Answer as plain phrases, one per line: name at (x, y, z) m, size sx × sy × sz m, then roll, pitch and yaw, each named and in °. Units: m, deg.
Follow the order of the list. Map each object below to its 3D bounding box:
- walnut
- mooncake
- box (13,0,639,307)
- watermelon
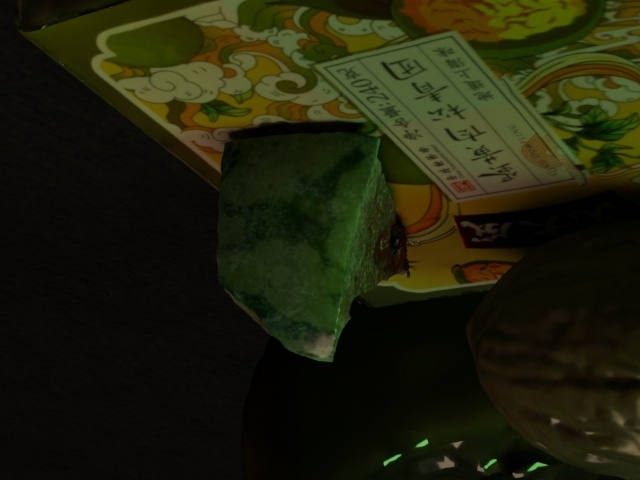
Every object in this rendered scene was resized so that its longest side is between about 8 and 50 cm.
walnut at (0.197, 0.069, 0.925) m, size 0.230 × 0.178 × 0.178 m, roll 8°, pitch 157°, yaw 21°
mooncake at (0.154, 0.173, 1.199) m, size 0.394 × 0.393 × 0.246 m, roll 35°, pitch 162°, yaw 18°
box at (0.094, -0.115, 0.908) m, size 0.372 × 0.138 × 0.420 m, roll -10°, pitch 150°, yaw 29°
watermelon at (-0.002, -0.019, 0.927) m, size 0.097 × 0.158 × 0.121 m, roll 14°, pitch 114°, yaw 21°
